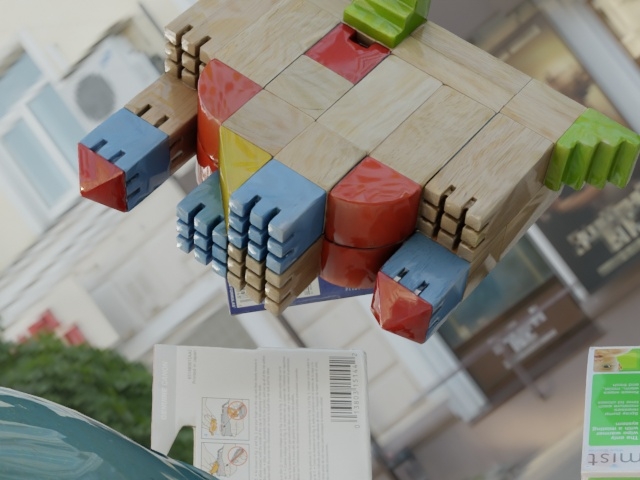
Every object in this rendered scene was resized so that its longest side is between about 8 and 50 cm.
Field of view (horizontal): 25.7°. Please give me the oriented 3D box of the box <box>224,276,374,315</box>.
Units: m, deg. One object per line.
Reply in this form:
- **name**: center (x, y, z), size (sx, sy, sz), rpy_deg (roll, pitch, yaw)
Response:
- **box**: center (0.000, 0.000, 1.567), size (0.225, 0.136, 0.036), rpy_deg (-8, 5, -2)

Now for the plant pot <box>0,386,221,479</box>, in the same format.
- **plant pot**: center (-0.172, 0.177, 0.593), size (0.272, 0.271, 0.255), rpy_deg (-37, -38, 3)

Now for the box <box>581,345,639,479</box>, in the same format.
- **box**: center (0.419, 0.227, 1.510), size (0.262, 0.126, 0.231), rpy_deg (-2, 29, 15)

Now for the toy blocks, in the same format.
- **toy blocks**: center (0.001, -0.063, 1.036), size (0.261, 0.381, 0.190), rpy_deg (-45, -23, -32)

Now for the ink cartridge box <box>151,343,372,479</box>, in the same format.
- **ink cartridge box**: center (-0.071, 0.271, 1.650), size (0.261, 0.296, 0.066), rpy_deg (3, -26, -8)
